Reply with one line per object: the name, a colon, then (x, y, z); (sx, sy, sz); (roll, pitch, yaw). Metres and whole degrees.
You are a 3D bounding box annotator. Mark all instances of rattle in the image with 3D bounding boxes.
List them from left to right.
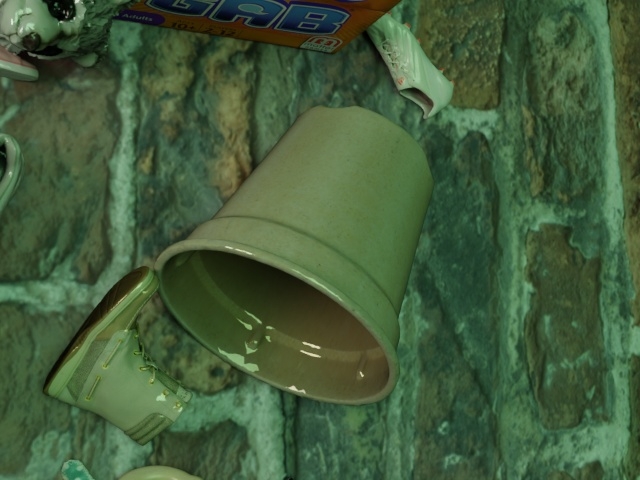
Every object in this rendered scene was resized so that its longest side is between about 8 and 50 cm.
rattle: (-0.248, 0.364, 1.095); (0.199, 0.143, 0.130); (1, 48, -9)

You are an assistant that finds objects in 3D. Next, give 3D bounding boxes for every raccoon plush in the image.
raccoon plush: (-0.375, -0.419, 1.046); (0.299, 0.216, 0.447); (12, 67, -31)

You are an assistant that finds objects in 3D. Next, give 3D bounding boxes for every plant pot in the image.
plant pot: (0.000, 0.000, 1.130); (0.333, 0.333, 0.306); (37, 57, -15)

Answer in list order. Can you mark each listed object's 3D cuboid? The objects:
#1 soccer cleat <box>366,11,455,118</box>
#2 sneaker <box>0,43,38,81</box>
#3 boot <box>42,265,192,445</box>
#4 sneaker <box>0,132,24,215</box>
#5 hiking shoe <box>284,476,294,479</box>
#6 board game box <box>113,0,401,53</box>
soccer cleat: (0.133, -0.280, 1.348); (0.196, 0.068, 0.076); (44, 70, -15)
sneaker: (-0.426, -0.255, 1.098); (0.134, 0.051, 0.070); (15, 81, -17)
boot: (-0.226, 0.149, 1.078); (0.165, 0.077, 0.213); (36, 103, -17)
sneaker: (-0.445, -0.008, 1.009); (0.111, 0.129, 0.297); (25, 74, -21)
hiking shoe: (-0.097, 0.409, 1.067); (0.132, 0.113, 0.304); (63, 23, 9)
board game box: (-0.068, -0.498, 1.130); (0.356, 0.356, 0.357); (3, 80, -24)
